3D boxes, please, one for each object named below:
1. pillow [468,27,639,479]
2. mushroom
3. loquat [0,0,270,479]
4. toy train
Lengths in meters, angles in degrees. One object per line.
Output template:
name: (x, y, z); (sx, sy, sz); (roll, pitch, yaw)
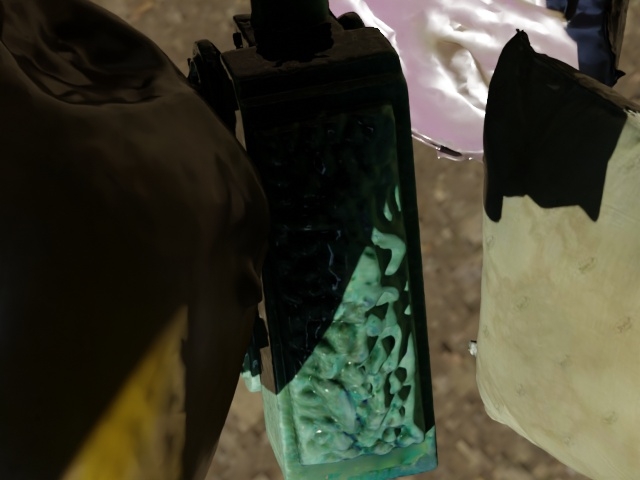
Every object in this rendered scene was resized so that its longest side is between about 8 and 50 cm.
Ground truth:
pillow: (0.164, 0.050, 0.719); (0.302, 0.075, 0.185); (31, 134, 38)
mushroom: (0.067, -0.138, 0.850); (0.141, 0.117, 0.188); (6, 134, 8)
loquat: (-0.110, 0.037, 0.581); (0.179, 0.179, 0.227); (34, 113, 20)
toy train: (0.000, 0.000, 0.647); (0.099, 0.070, 0.172); (-118, 19, -61)
